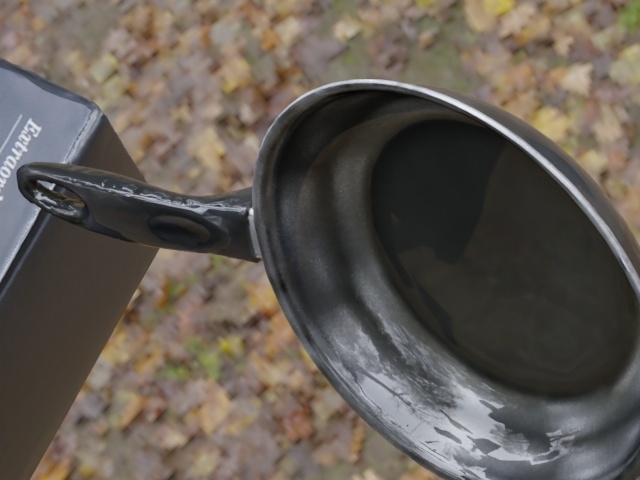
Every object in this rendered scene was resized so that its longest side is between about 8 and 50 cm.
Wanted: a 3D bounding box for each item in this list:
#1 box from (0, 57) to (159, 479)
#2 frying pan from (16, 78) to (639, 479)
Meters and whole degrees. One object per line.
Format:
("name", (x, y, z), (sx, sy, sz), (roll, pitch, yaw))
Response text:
("box", (-0.343, 0.000, 1.106), (0.395, 0.212, 0.293), (26, 77, 15))
("frying pan", (0.015, 0.025, 0.747), (0.053, 0.197, 0.326), (-39, 19, -35))
